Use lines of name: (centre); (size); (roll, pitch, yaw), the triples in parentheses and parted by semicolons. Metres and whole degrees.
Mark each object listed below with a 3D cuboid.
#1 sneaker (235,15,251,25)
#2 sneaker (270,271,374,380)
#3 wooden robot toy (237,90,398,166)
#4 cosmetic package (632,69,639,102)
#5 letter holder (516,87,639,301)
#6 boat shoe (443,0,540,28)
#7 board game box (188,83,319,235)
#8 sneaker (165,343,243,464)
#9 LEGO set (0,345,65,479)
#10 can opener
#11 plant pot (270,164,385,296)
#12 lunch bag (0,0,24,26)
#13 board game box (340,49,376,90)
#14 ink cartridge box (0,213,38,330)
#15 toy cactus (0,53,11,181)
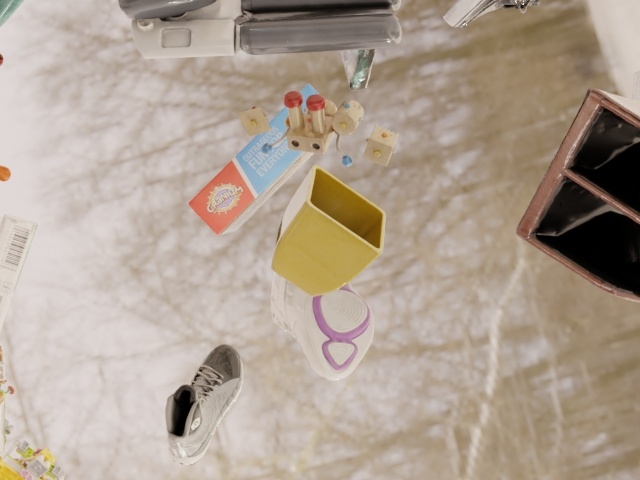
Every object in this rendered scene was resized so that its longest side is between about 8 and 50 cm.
sneaker: (-0.114, -0.375, 1.854); (0.145, 0.384, 0.147); (21, -104, -26)
sneaker: (-0.005, 0.111, 2.106); (0.114, 0.152, 0.305); (16, -144, -22)
wooden robot toy: (0.004, -0.135, 1.507); (0.079, 0.173, 0.076); (-61, -25, -49)
cosmetic package: (0.499, 0.026, 1.711); (0.230, 0.161, 0.453); (-71, -33, -49)
letter holder: (0.370, -0.009, 1.309); (0.302, 0.152, 0.214); (5, -153, -50)
boat shoe: (0.268, -0.342, 1.846); (0.076, 0.228, 0.080); (51, 172, -4)
board game box: (-0.077, -0.114, 2.088); (0.064, 0.242, 0.316); (45, 180, -1)
sneaker: (-0.197, 0.253, 2.349); (0.132, 0.086, 0.229); (78, -151, -56)
LEGO set: (-0.408, 0.265, 1.927); (0.287, 0.132, 0.107); (59, -161, -13)
can opener: (-0.062, -0.231, 1.419); (0.095, 0.283, 0.076); (54, -144, -75)
plant pot: (0.000, 0.000, 1.238); (0.081, 0.083, 0.081); (34, -156, -12)
lunch bag: (-0.329, -0.319, 1.268); (0.223, 0.262, 0.160); (40, -159, -11)
board game box: (0.037, -0.306, 1.827); (0.126, 0.026, 0.186); (103, 156, -62)
ink cartridge box: (-0.469, 0.056, 2.027); (0.224, 0.056, 0.181); (174, 114, -75)
toy cactus: (-0.500, -0.145, 1.883); (0.112, 0.180, 0.219); (24, -113, -66)
